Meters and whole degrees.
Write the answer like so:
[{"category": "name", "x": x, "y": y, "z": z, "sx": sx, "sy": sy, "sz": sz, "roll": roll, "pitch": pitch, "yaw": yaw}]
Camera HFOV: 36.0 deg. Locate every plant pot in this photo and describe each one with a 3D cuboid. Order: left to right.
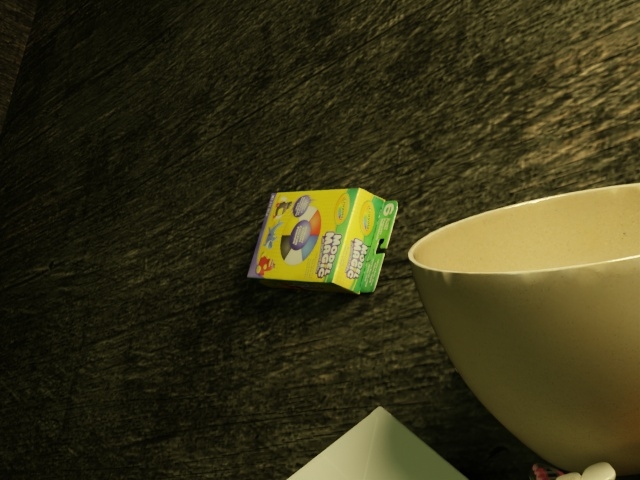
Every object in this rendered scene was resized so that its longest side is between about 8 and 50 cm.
[{"category": "plant pot", "x": 0.228, "y": 0.075, "z": 0.796, "sx": 0.284, "sy": 0.284, "sz": 0.191, "roll": 2, "pitch": 108, "yaw": 53}]

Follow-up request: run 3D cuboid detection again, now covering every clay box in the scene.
[{"category": "clay box", "x": 0.000, "y": 0.000, "z": 1.280, "sx": 0.222, "sy": 0.053, "sz": 0.127, "roll": -1, "pitch": 70, "yaw": 53}]

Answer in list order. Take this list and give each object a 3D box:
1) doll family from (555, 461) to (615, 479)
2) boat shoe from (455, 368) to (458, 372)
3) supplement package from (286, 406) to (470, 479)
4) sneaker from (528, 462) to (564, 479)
[{"category": "doll family", "x": 0.266, "y": 0.228, "z": 0.697, "sx": 0.263, "sy": 0.163, "sz": 0.118, "roll": -22, "pitch": 4, "yaw": 13}, {"category": "boat shoe", "x": 0.170, "y": 0.106, "z": 1.011, "sx": 0.100, "sy": 0.035, "sz": 0.035, "roll": -35, "pitch": 45, "yaw": 35}, {"category": "supplement package", "x": 0.069, "y": 0.309, "z": 0.857, "sx": 0.204, "sy": 0.145, "sz": 0.262, "roll": -36, "pitch": 32, "yaw": -15}, {"category": "sneaker", "x": 0.208, "y": 0.254, "z": 0.872, "sx": 0.057, "sy": 0.047, "sz": 0.119, "roll": -58, "pitch": 33, "yaw": 30}]
